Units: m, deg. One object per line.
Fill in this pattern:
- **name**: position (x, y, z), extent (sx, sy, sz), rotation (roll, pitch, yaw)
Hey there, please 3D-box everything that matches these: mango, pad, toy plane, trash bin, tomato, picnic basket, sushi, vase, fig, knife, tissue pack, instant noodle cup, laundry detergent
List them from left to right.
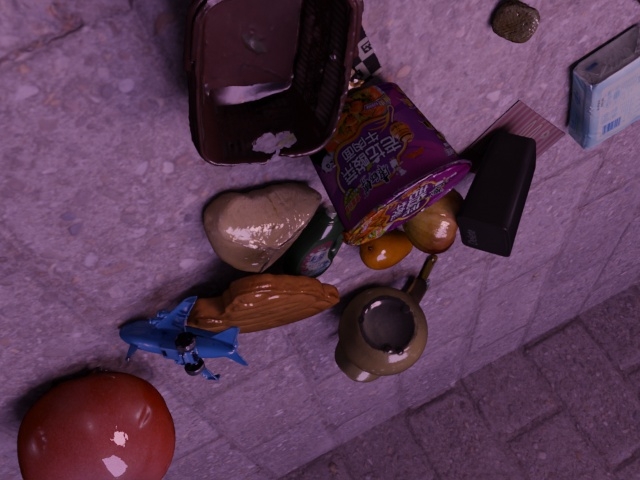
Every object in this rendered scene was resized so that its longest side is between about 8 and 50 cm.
- **tomato**: position (-0.484, 0.453, 1.496), extent (0.342, 0.272, 0.341), rotation (-23, 151, -13)
- **toy plane**: position (-0.287, 0.208, 1.369), extent (0.271, 0.105, 0.254), rotation (0, 133, 7)
- **picnic basket**: position (-0.074, -0.245, 0.877), extent (0.223, 0.129, 0.296), rotation (-8, 147, -15)
- **laundry detergent**: position (0.000, 0.000, 1.450), extent (0.137, 0.063, 0.211), rotation (-14, 146, -35)
- **sushi**: position (0.003, -0.253, 1.047), extent (0.192, 0.050, 0.215), rotation (-34, 152, 6)
- **instant noodle cup**: position (0.101, -0.135, 1.144), extent (0.251, 0.190, 0.251), rotation (-30, 168, -7)
- **vase**: position (0.192, 0.235, 1.883), extent (0.329, 0.241, 0.302), rotation (-48, 170, -19)
- **mango**: position (0.168, 0.021, 1.619), extent (0.184, 0.084, 0.102), rotation (-6, 144, -47)
- **fig**: position (0.226, -0.064, 1.482), extent (0.231, 0.143, 0.160), rotation (24, 90, -49)
- **knife**: position (0.306, 0.140, 2.005), extent (0.061, 0.027, 0.343), rotation (-23, 151, -23)
- **trash bin**: position (0.396, -0.105, 1.484), extent (0.225, 0.115, 0.165), rotation (-67, 155, -16)
- **pad**: position (0.451, -0.218, 1.581), extent (0.202, 0.005, 0.300), rotation (-44, 149, 24)
- **tissue pack**: position (0.649, -0.335, 1.497), extent (0.177, 0.089, 0.263), rotation (-33, 150, 3)

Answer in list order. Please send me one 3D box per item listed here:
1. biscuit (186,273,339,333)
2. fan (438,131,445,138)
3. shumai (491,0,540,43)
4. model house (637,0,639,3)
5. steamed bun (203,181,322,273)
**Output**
- **biscuit**: position (-0.131, 0.151, 1.475), extent (0.312, 0.057, 0.351), rotation (-20, 161, 16)
- **fan**: position (0.226, -0.175, 1.427), extent (0.227, 0.008, 0.152), rotation (3, 136, -44)
- **shumai**: position (0.349, -0.388, 1.163), extent (0.083, 0.082, 0.080), rotation (-19, -153, 49)
- **model house**: position (0.728, -0.515, 1.199), extent (0.317, 0.297, 0.282), rotation (27, 115, -15)
- **steamed bun**: position (-0.124, -0.011, 1.264), extent (0.212, 0.110, 0.231), rotation (6, 133, -48)
